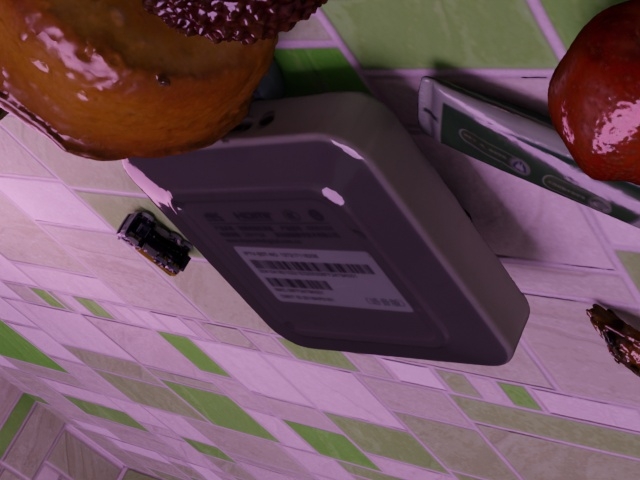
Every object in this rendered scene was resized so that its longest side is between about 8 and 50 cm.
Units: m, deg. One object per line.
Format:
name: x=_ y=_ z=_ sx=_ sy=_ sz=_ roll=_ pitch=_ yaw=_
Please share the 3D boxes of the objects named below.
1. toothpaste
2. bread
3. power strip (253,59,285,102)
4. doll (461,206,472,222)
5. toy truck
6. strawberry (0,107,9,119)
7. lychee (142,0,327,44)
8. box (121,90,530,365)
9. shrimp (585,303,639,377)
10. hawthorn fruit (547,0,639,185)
toothpaste: x=0.264 y=-0.053 z=1.048 sx=0.392 sy=0.061 sz=0.099 roll=25 pitch=158 yaw=15
bread: x=-0.208 y=-0.192 z=1.052 sx=0.340 sy=0.179 sz=0.194 roll=41 pitch=142 yaw=-15
power strip: x=-0.139 y=-0.194 z=1.214 sx=0.216 sy=0.044 sz=0.137 roll=23 pitch=157 yaw=11
doll: x=0.102 y=-0.031 z=1.285 sx=0.139 sy=0.057 sz=0.165 roll=20 pitch=152 yaw=25
toy truck: x=-0.247 y=0.007 z=1.760 sx=0.123 sy=0.052 sz=0.063 roll=39 pitch=161 yaw=-28
strawberry: x=-0.452 y=-0.258 z=1.367 sx=0.233 sy=0.137 sz=0.306 roll=-33 pitch=93 yaw=44
lychee: x=-0.066 y=-0.230 z=0.872 sx=0.188 sy=0.188 sz=0.188 roll=23 pitch=157 yaw=10
box: x=0.000 y=0.000 z=1.277 sx=0.367 sy=0.090 sz=0.373 roll=-1 pitch=140 yaw=44
shrimp: x=0.392 y=0.143 z=1.357 sx=0.236 sy=0.053 sz=0.133 roll=29 pitch=178 yaw=-12
hawthorn fruit: x=0.232 y=-0.112 z=0.864 sx=0.132 sy=0.133 sz=0.138 roll=21 pitch=143 yaw=16
